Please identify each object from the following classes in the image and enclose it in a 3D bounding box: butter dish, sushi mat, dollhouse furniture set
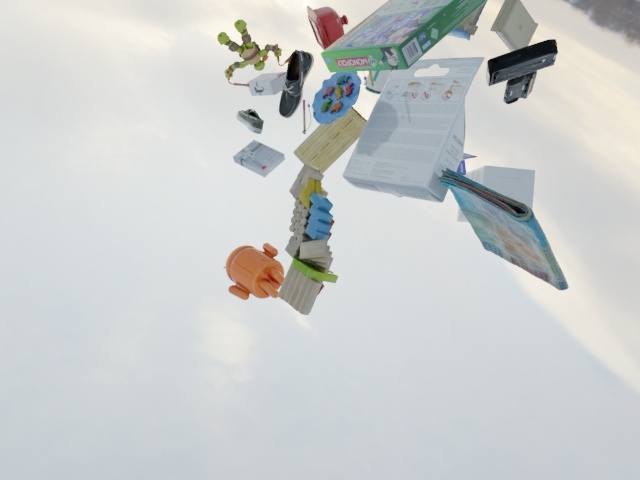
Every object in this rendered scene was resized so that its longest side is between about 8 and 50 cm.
[{"bbox_3d":[0.037,-0.713,1.991,0.118,0.160,0.160,-26,-143,1],"label":"butter dish"},{"bbox_3d":[0.044,-0.409,2.423,0.151,0.316,0.019,44,-156,-10],"label":"sushi mat"},{"bbox_3d":[0.630,-0.852,2.212,0.303,0.286,0.198,30,-175,40],"label":"dollhouse furniture set"}]

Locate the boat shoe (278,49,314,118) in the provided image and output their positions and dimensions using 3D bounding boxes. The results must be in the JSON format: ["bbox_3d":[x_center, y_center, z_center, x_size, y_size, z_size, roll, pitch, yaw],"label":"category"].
[{"bbox_3d":[-0.098,-0.527,2.017,0.084,0.233,0.079,31,-157,23],"label":"boat shoe"}]

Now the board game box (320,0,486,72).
[{"bbox_3d":[0.177,-0.413,1.093,0.317,0.046,0.213,-43,-148,-20],"label":"board game box"}]

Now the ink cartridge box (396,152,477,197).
[{"bbox_3d":[0.342,-0.228,1.981,0.311,0.065,0.186,-22,-157,-18],"label":"ink cartridge box"}]

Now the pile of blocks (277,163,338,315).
[{"bbox_3d":[0.000,0.000,1.434,0.113,0.362,0.149,13,169,-43],"label":"pile of blocks"}]

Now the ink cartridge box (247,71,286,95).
[{"bbox_3d":[-0.193,-0.589,2.252,0.135,0.056,0.099,12,-139,44],"label":"ink cartridge box"}]

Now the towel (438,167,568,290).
[{"bbox_3d":[0.454,-0.018,1.471,0.271,0.040,0.370,36,174,45],"label":"towel"}]

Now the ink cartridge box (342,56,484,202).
[{"bbox_3d":[0.260,-0.304,1.610,0.308,0.385,0.091,16,167,48],"label":"ink cartridge box"}]

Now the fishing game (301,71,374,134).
[{"bbox_3d":[0.037,-0.410,1.683,0.041,0.264,0.189,28,-132,-40],"label":"fishing game"}]

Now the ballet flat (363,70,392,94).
[{"bbox_3d":[0.280,-0.677,2.373,0.139,0.139,0.400,30,-149,8],"label":"ballet flat"}]

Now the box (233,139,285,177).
[{"bbox_3d":[-0.273,-0.368,2.667,0.186,0.038,0.145,27,-123,27],"label":"box"}]

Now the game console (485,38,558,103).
[{"bbox_3d":[0.650,-0.537,1.976,0.361,0.213,0.044,39,-144,-73],"label":"game console"}]

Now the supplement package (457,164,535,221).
[{"bbox_3d":[0.671,-0.167,2.310,0.199,0.198,0.263,5,178,-6],"label":"supplement package"}]

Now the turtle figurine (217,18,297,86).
[{"bbox_3d":[-0.230,-0.636,1.995,0.217,0.270,0.087,43,-147,-57],"label":"turtle figurine"}]

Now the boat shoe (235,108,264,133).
[{"bbox_3d":[-0.292,-0.520,2.539,0.078,0.070,0.219,6,-154,-36],"label":"boat shoe"}]

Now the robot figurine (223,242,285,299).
[{"bbox_3d":[-0.192,0.089,1.762,0.219,0.158,0.128,27,-158,39],"label":"robot figurine"}]
